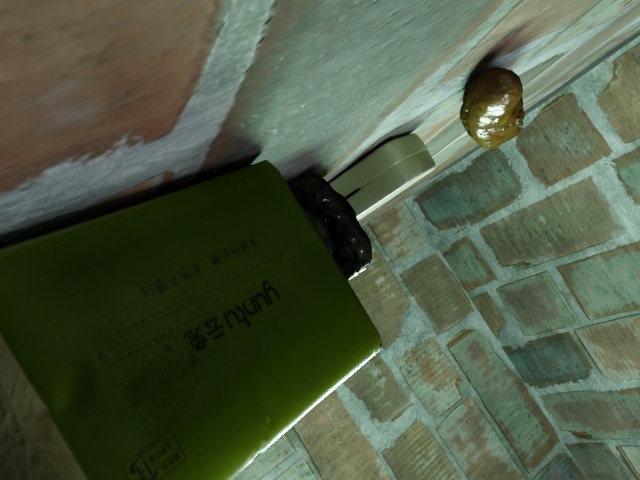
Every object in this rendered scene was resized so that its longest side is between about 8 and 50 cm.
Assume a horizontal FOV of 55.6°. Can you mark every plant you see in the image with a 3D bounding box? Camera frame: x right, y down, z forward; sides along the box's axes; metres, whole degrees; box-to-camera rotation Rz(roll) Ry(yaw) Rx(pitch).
[{"bbox_3d":[-0.023,0.003,0.787,0.164,0.141,0.256,-32,-179,22],"label":"plant"}]

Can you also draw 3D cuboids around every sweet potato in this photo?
[{"bbox_3d":[0.254,-0.187,0.897,0.354,0.095,0.106,-34,139,-72],"label":"sweet potato"}]

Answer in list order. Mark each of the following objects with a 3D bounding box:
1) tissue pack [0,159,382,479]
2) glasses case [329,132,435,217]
[{"bbox_3d":[-0.116,0.079,0.473,0.167,0.200,0.275,-33,177,42],"label":"tissue pack"},{"bbox_3d":[0.037,-0.060,1.005,0.313,0.070,0.131,-34,177,33],"label":"glasses case"}]
